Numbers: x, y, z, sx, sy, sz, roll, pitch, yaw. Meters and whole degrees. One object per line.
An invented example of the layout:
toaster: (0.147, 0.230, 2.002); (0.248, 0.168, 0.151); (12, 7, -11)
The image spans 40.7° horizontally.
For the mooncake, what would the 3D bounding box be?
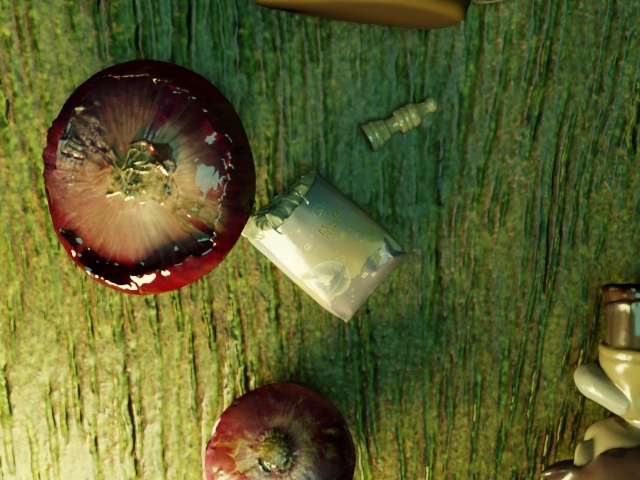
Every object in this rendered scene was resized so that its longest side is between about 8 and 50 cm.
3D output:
mooncake: (0.055, -0.281, 0.874); (0.235, 0.235, 0.117); (2, 99, -6)

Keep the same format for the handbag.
handbag: (0.000, 0.000, 0.988); (0.173, 0.095, 0.117); (40, 92, -15)

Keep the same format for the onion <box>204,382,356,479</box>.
onion: (-0.046, 0.255, 1.011); (0.177, 0.153, 0.177); (0, 94, 4)

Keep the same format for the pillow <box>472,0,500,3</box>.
pillow: (0.200, -0.384, 0.953); (0.130, 0.038, 0.233); (-12, 100, -6)

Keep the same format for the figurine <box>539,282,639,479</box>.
figurine: (0.379, 0.238, 1.056); (0.218, 0.206, 0.365); (3, 76, -28)

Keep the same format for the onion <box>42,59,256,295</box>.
onion: (-0.182, -0.065, 0.924); (0.248, 0.161, 0.248); (0, 91, -6)

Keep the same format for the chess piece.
chess piece: (0.094, -0.138, 0.999); (0.092, 0.035, 0.035); (-28, 103, -3)
